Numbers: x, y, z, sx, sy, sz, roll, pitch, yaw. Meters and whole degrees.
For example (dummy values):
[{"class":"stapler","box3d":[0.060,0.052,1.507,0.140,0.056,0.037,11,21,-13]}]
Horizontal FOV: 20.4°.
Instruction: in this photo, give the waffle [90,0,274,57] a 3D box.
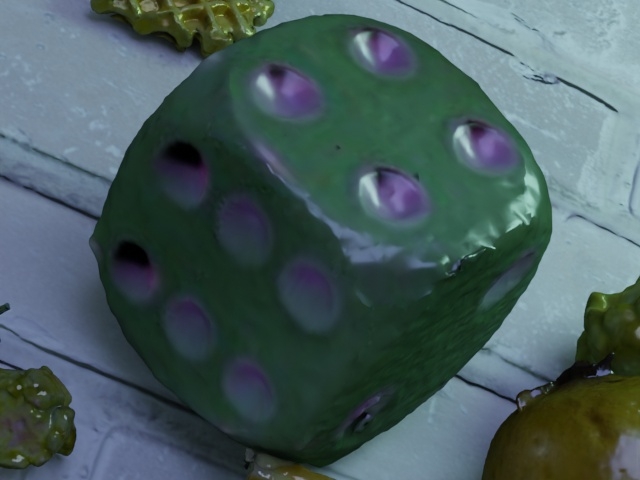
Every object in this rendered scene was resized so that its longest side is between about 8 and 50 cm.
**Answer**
[{"class":"waffle","box3d":[-0.170,-0.327,2.062,0.261,0.056,0.250,22,49,-6]}]

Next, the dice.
[{"class":"dice","box3d":[0.000,0.000,1.702,0.322,0.318,0.330,44,43,17]}]

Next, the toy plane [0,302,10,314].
[{"class":"toy plane","box3d":[-0.327,0.090,1.662,0.040,0.102,0.111,46,4,-26]}]

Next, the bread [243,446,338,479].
[{"class":"bread","box3d":[0.000,0.337,1.598,0.246,0.111,0.239,26,46,-4]}]

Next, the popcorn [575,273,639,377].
[{"class":"popcorn","box3d":[0.423,0.109,1.902,0.250,0.235,0.242,-42,104,-22]}]

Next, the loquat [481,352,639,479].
[{"class":"loquat","box3d":[0.270,0.232,1.735,0.244,0.244,0.244,13,51,-17]}]

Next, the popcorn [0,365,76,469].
[{"class":"popcorn","box3d":[-0.275,0.159,1.623,0.109,0.089,0.097,21,88,10]}]
